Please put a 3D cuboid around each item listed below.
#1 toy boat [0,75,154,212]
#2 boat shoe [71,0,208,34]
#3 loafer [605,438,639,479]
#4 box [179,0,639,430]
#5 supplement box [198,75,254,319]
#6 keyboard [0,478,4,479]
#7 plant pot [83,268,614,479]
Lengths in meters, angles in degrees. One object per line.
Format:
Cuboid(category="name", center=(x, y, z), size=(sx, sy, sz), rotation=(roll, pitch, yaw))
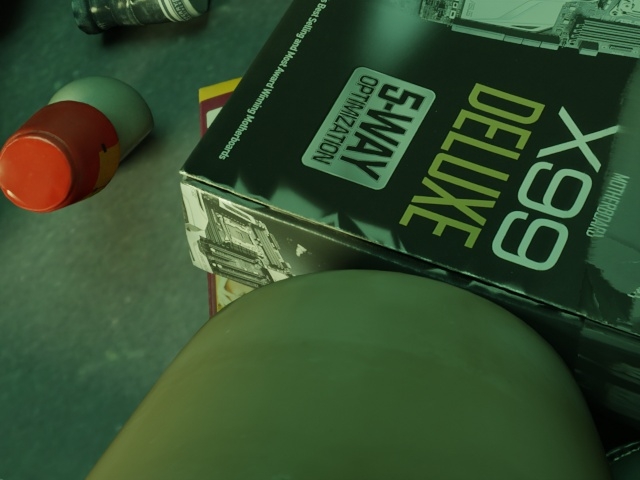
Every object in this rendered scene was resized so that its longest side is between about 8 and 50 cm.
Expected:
Cuboid(category="toy boat", center=(-0.261, -0.049, 0.988), size=(0.318, 0.268, 0.148), rotation=(-1, 15, 10))
Cuboid(category="boat shoe", center=(-0.116, -0.215, 1.101), size=(0.083, 0.065, 0.183), rotation=(-8, 56, 16))
Cuboid(category="loafer", center=(0.220, 0.095, 0.742), size=(0.223, 0.078, 0.076), rotation=(-10, 55, 17))
Cuboid(category="box", center=(0.108, -0.078, 0.840), size=(0.242, 0.076, 0.307), rotation=(20, 56, 16))
Cuboid(category="supplement box", center=(0.000, 0.000, 0.898), size=(0.104, 0.081, 0.188), rotation=(-15, 53, 13))
Cuboid(category="keyboard", center=(-0.244, 0.122, 0.928), size=(0.256, 0.072, 0.014), rotation=(15, 52, 30))
Cuboid(category="plant pot", center=(0.004, 0.171, 0.667), size=(0.323, 0.323, 0.280), rotation=(-9, 39, 17))
